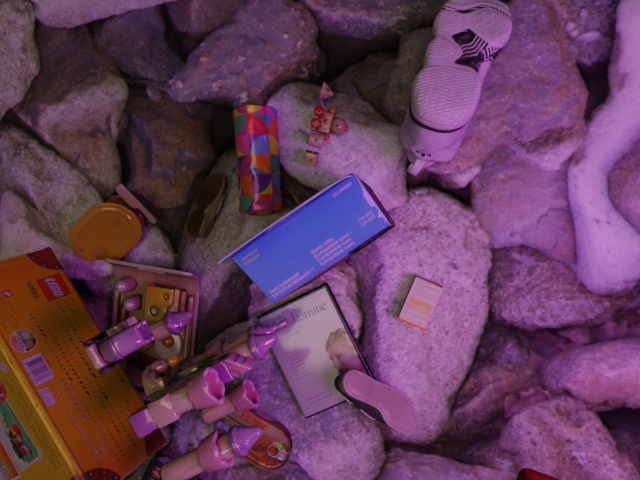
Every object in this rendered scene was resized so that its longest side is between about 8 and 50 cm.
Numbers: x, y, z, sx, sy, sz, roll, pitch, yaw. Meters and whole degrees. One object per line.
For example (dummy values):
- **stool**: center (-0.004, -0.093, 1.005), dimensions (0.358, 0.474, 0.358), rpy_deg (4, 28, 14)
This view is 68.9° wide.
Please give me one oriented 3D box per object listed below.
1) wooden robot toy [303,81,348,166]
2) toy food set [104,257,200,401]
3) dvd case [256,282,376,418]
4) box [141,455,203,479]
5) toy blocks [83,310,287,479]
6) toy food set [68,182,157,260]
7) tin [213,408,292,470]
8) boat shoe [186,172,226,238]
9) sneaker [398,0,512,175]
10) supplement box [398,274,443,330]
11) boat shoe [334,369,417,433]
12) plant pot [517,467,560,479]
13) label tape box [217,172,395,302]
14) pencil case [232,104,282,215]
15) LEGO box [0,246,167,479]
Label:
- **wooden robot toy**: center (0.018, -0.236, 0.975), dimensions (0.078, 0.076, 0.174), rpy_deg (14, 96, -2)
- **toy food set**: center (-0.403, 0.205, 1.061), dimensions (0.219, 0.092, 0.307), rpy_deg (8, 95, 10)
- **dvd case**: center (-0.009, 0.243, 1.029), dimensions (0.180, 0.022, 0.253), rpy_deg (-27, 88, 11)
- **box**: center (-0.307, 0.639, 1.016), dimensions (0.269, 0.060, 0.216), rpy_deg (19, 79, 28)
- **toy blocks**: center (-0.204, 0.231, 0.894), dimensions (0.260, 0.288, 0.309), rpy_deg (-28, 94, 7)
- **toy food set**: center (-0.475, -0.040, 1.077), dimensions (0.217, 0.071, 0.128), rpy_deg (-37, 119, 16)
- **tin**: center (-0.152, 0.440, 1.059), dimensions (0.189, 0.040, 0.106), rpy_deg (29, 102, 7)
- **boat shoe**: center (-0.249, -0.077, 1.047), dimensions (0.056, 0.048, 0.153), rpy_deg (21, 90, 21)
- **sneaker**: center (0.245, -0.298, 0.900), dimensions (0.137, 0.210, 0.366), rpy_deg (23, 63, 8)
- **supplement box**: center (0.208, 0.129, 0.975), dimensions (0.062, 0.036, 0.099), rpy_deg (24, 97, 8)
- **boat shoe**: center (0.116, 0.340, 0.988), dimensions (0.206, 0.065, 0.075), rpy_deg (37, 58, -14)
- **plant pot**: center (0.488, 0.644, 0.855), dimensions (0.267, 0.236, 0.267), rpy_deg (17, 97, 8)
- **label tape box**: center (0.000, 0.000, 0.847), dimensions (0.249, 0.347, 0.115), rpy_deg (-34, 87, 10)
- **pencil case**: center (-0.133, -0.171, 0.992), dimensions (0.104, 0.104, 0.237), rpy_deg (-3, 91, 10)
- **LEGO box**: center (-0.624, 0.330, 1.008), dimensions (0.372, 0.193, 0.500), rpy_deg (-33, 87, 29)
